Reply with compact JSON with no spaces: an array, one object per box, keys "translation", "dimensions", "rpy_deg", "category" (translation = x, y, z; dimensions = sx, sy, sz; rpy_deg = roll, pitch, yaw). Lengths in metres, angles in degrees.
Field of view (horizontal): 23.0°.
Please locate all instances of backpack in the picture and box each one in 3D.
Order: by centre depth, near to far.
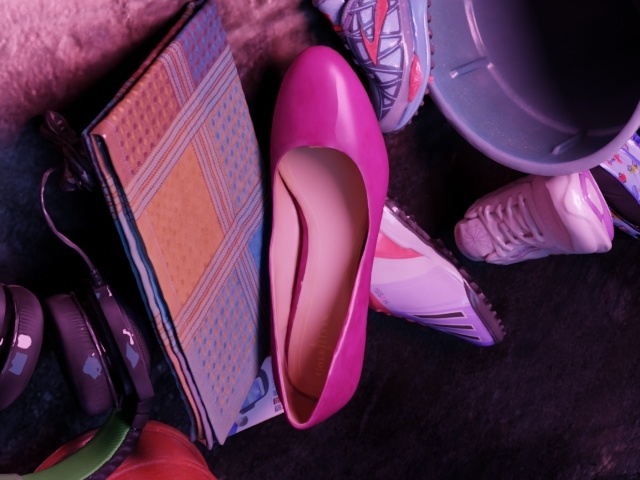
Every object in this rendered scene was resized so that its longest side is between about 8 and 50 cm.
[{"translation":[0.348,-0.082,1.914],"dimensions":[0.173,0.158,0.117],"rpy_deg":[44,71,-30],"category":"backpack"}]

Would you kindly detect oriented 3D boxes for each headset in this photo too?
[{"translation":[-0.277,0.082,1.514],"dimensions":[0.243,0.185,0.394],"rpy_deg":[3,120,-29],"category":"headset"}]

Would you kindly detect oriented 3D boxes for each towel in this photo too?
[{"translation":[-0.117,-0.018,1.562],"dimensions":[0.271,0.040,0.370],"rpy_deg":[-61,142,-49],"category":"towel"}]

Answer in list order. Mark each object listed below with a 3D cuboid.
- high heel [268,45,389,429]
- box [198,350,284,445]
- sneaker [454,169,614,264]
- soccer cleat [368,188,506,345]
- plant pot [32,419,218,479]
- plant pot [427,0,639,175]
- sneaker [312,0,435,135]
[{"translation":[0.000,0.000,1.602],"dimensions":[0.181,0.127,0.377],"rpy_deg":[-62,147,-65],"category":"high heel"},{"translation":[-0.082,0.168,1.762],"dimensions":[0.136,0.028,0.081],"rpy_deg":[-20,121,-29],"category":"box"},{"translation":[0.237,-0.014,1.776],"dimensions":[0.152,0.305,0.114],"rpy_deg":[-23,88,-5],"category":"sneaker"},{"translation":[0.102,0.047,1.817],"dimensions":[0.116,0.108,0.318],"rpy_deg":[-41,134,8],"category":"soccer cleat"},{"translation":[-0.157,0.365,1.630],"dimensions":[0.272,0.265,0.272],"rpy_deg":[-17,120,-33],"category":"plant pot"},{"translation":[0.324,-0.278,1.700],"dimensions":[0.334,0.341,0.341],"rpy_deg":[-23,123,-38],"category":"plant pot"},{"translation":[0.047,-0.238,1.653],"dimensions":[0.125,0.104,0.262],"rpy_deg":[-6,110,-18],"category":"sneaker"}]
